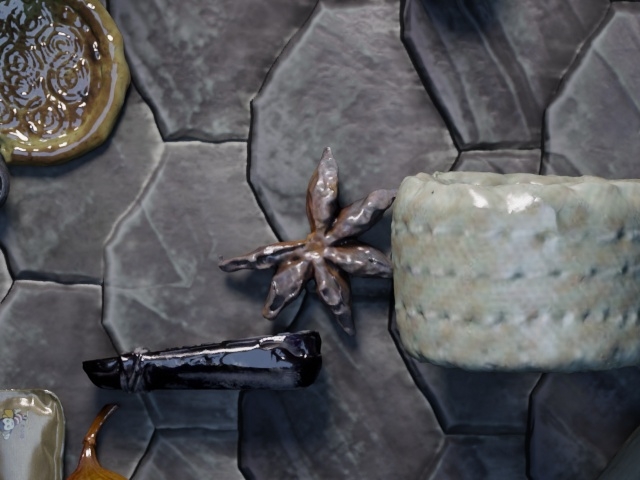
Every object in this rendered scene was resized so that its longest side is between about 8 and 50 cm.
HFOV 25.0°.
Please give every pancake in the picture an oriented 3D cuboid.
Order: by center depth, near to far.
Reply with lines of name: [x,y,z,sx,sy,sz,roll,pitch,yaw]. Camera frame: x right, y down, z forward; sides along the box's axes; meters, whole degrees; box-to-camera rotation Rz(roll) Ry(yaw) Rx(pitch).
pancake: [-0.324,-0.196,1.612,0.235,0.029,0.212,36,92,-2]

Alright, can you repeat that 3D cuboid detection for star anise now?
star anise: [0.010,0.014,1.598,0.172,0.063,0.208,44,93,-3]

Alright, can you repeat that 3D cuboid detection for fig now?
fig: [-0.252,0.285,1.594,0.134,0.146,0.201,-27,70,21]

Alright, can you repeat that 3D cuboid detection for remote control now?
remote control: [-0.129,0.144,1.593,0.266,0.090,0.066,-6,76,2]

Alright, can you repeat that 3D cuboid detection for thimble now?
thimble: [0.209,0.028,1.497,0.291,0.291,0.195,1,94,1]

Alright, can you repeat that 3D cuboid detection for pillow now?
pillow: [-0.343,0.275,1.631,0.130,0.033,0.217,-1,93,2]

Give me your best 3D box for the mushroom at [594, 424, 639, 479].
mushroom: [0.405,0.253,1.551,0.177,0.126,0.397,33,103,-4]

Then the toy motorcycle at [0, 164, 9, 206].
toy motorcycle: [-0.462,-0.085,1.598,0.225,0.073,0.152,-11,88,2]
